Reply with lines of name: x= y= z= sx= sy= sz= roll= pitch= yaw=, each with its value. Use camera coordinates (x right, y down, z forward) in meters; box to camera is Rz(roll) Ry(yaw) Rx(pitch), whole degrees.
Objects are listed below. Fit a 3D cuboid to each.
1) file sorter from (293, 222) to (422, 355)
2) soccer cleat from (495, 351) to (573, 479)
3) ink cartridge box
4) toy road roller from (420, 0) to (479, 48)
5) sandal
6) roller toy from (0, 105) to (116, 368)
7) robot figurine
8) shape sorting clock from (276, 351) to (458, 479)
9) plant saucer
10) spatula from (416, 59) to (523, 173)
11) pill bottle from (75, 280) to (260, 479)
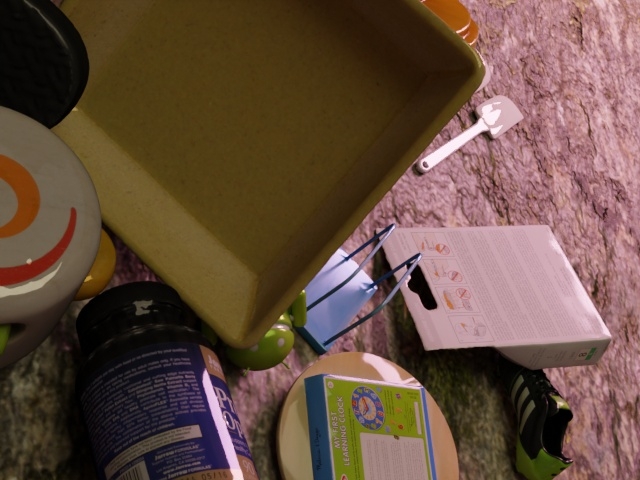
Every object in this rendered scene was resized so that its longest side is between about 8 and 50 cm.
file sorter: x=0.000 y=0.000 z=1.234 sx=0.170 sy=0.104 sz=0.118 roll=47 pitch=43 yaw=-5
soccer cleat: x=0.236 y=0.173 z=1.345 sx=0.060 sy=0.072 sz=0.179 roll=14 pitch=56 yaw=-33
ink cartridge box: x=0.183 y=0.062 z=1.367 sx=0.224 sy=0.056 sz=0.181 roll=-3 pitch=46 yaw=-20
toy road roller: x=-0.002 y=-0.243 z=1.210 sx=0.329 sy=0.241 sz=0.202 roll=28 pitch=31 yaw=16
sandal: x=-0.382 y=-0.266 z=1.072 sx=0.446 sy=0.167 sz=0.107 roll=49 pitch=15 yaw=-12
roller toy: x=-0.277 y=0.000 z=0.970 sx=0.191 sy=0.146 sz=0.209 roll=46 pitch=51 yaw=3
robot figurine: x=-0.063 y=0.070 z=1.162 sx=0.101 sy=0.067 sz=0.115 roll=-10 pitch=68 yaw=-14
shape sorting clock: x=0.047 y=0.206 z=1.188 sx=0.206 sy=0.040 sz=0.206 roll=18 pitch=57 yaw=-31
plant saucer: x=-0.072 y=-0.132 z=1.097 sx=0.332 sy=0.333 sz=0.081 roll=43 pitch=15 yaw=9
spatula: x=0.150 y=-0.182 z=1.539 sx=0.242 sy=0.019 sz=0.168 roll=-33 pitch=93 yaw=-45
pill bottle: x=-0.130 y=0.146 z=1.007 sx=0.122 sy=0.123 sz=0.219 roll=6 pitch=48 yaw=-37
